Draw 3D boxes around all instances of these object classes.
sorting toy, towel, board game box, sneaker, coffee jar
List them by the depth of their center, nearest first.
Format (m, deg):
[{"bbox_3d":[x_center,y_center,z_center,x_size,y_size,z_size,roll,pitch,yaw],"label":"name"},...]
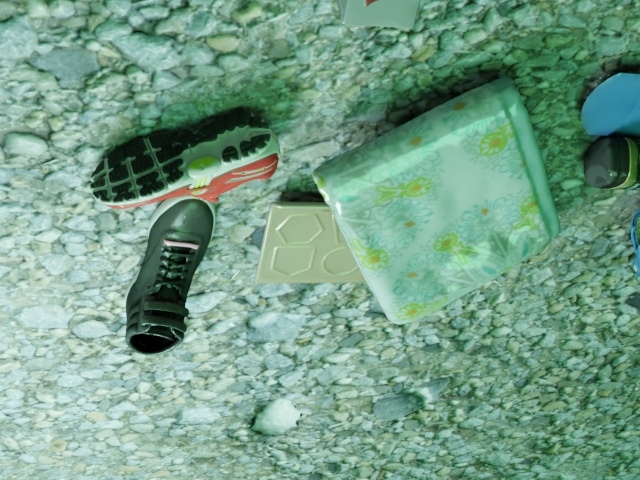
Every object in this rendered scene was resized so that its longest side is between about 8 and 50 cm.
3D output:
[{"bbox_3d":[-0.190,-0.089,1.699,0.279,0.107,0.118,-14,147,4],"label":"sneaker"},{"bbox_3d":[0.472,-0.213,1.782,0.169,0.033,0.133,2,143,-13],"label":"board game box"},{"bbox_3d":[0.191,-0.049,1.807,0.321,0.090,0.374,-28,137,0],"label":"towel"},{"bbox_3d":[-0.227,0.062,1.816,0.105,0.146,0.295,11,131,-22],"label":"sneaker"},{"bbox_3d":[0.510,-0.118,1.845,0.185,0.079,0.096,2,174,-15],"label":"coffee jar"},{"bbox_3d":[0.000,0.000,1.894,0.193,0.038,0.208,0,141,-14],"label":"sorting toy"}]

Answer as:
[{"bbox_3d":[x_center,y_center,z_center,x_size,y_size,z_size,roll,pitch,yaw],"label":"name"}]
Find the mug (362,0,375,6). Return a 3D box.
[{"bbox_3d":[0.112,-0.348,1.298,0.169,0.113,0.150,-15,138,3],"label":"mug"}]

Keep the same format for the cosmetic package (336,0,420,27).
[{"bbox_3d":[0.082,-0.387,1.423,0.107,0.127,0.238,3,134,-14],"label":"cosmetic package"}]

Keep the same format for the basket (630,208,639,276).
[{"bbox_3d":[0.621,0.007,1.907,0.255,0.201,0.289,-16,169,1],"label":"basket"}]
